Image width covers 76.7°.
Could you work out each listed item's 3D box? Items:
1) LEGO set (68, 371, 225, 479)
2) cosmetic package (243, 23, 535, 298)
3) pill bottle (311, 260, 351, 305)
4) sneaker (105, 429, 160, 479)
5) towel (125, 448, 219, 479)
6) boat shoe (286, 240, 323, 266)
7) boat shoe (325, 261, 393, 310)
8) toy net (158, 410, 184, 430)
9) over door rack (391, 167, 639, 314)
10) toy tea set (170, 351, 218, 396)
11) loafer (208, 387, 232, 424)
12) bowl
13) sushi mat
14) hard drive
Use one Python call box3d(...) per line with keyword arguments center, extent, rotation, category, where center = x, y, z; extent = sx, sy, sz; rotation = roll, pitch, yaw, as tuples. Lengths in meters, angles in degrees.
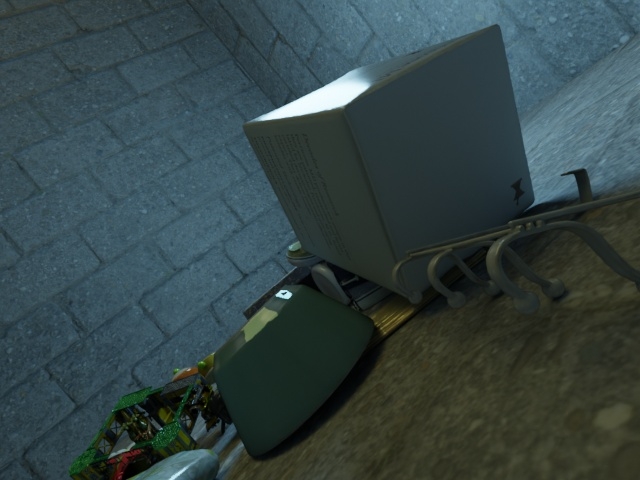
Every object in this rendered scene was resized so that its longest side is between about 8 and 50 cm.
box3d(center=(-0.341, 0.455, 0.898), extent=(0.332, 0.192, 0.255), rotation=(-26, 22, 8), category="LEGO set")
box3d(center=(0.117, -0.152, 0.786), extent=(0.330, 0.327, 0.394), rotation=(-34, 25, -20), category="cosmetic package")
box3d(center=(0.114, 0.058, 1.203), extent=(0.265, 0.153, 0.153), rotation=(-39, 1, -21), category="pill bottle")
box3d(center=(-0.530, 0.629, 1.096), extent=(0.279, 0.107, 0.118), rotation=(-42, 10, 7), category="sneaker")
box3d(center=(-0.380, 0.470, 0.611), extent=(0.375, 0.090, 0.321), rotation=(-34, -8, 19), category="towel")
box3d(center=(0.000, 0.000, 1.140), extent=(0.303, 0.094, 0.109), rotation=(-16, 24, 46), category="boat shoe")
box3d(center=(0.163, 0.019, 0.931), extent=(0.341, 0.158, 0.127), rotation=(-40, 1, 25), category="boat shoe")
box3d(center=(-0.561, 0.679, 1.488), extent=(0.122, 0.045, 0.232), rotation=(-39, 1, 12), category="toy net")
box3d(center=(0.265, -0.007, 0.436), extent=(0.325, 0.108, 0.239), rotation=(-25, -2, -12), category="over door rack")
box3d(center=(-0.286, 0.359, 1.154), extent=(0.199, 0.124, 0.336), rotation=(-53, -22, 7), category="toy tea set")
box3d(center=(-0.137, 0.326, 0.886), extent=(0.223, 0.078, 0.076), rotation=(-15, -41, -51), category="loafer")
box3d(center=(-0.070, 0.197, 0.725), extent=(0.311, 0.163, 0.311), rotation=(-44, 0, 0), category="bowl")
box3d(center=(0.165, 0.112, 0.760), extent=(0.317, 0.019, 0.151), rotation=(-40, 0, 1), category="sushi mat")
box3d(center=(-0.092, 0.207, 1.460), extent=(0.339, 0.064, 0.236), rotation=(-41, -33, -8), category="hard drive")
